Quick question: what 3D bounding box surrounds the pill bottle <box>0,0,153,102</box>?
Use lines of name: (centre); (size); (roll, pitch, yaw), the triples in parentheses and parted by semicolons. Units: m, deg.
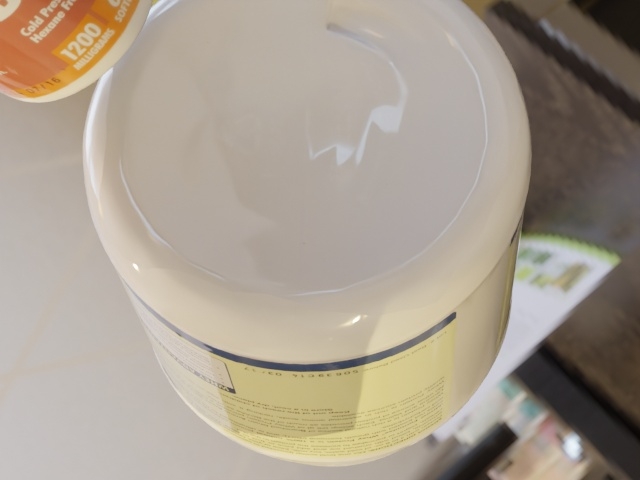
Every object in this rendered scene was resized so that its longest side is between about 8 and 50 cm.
pill bottle: (-0.184, -0.157, 0.789); (0.121, 0.121, 0.216); (32, -178, 40)

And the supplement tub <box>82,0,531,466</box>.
supplement tub: (0.000, 0.000, 1.011); (0.235, 0.235, 0.325); (45, 167, 18)
